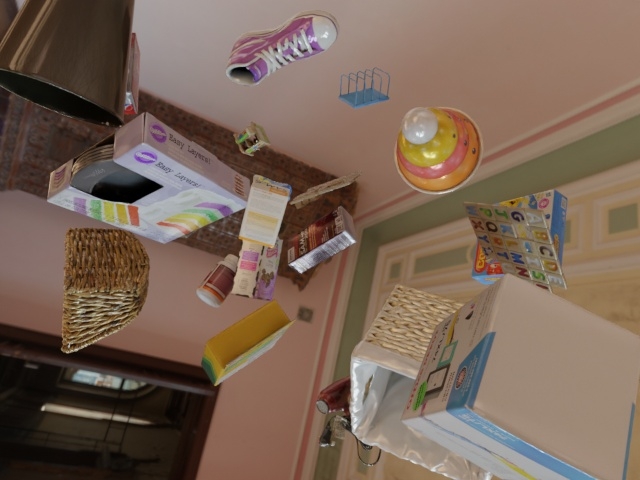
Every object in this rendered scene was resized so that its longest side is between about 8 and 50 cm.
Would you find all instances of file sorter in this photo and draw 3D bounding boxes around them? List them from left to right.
[{"bbox_3d":[0.175,-0.612,1.727,0.118,0.170,0.104,46,-32,40],"label":"file sorter"}]

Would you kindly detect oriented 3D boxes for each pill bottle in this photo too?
[{"bbox_3d":[-0.297,0.119,1.309,0.152,0.086,0.086,-57,-166,-30],"label":"pill bottle"}]

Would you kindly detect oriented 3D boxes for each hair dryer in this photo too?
[{"bbox_3d":[0.086,0.567,1.419,0.080,0.224,0.293,-48,-157,35],"label":"hair dryer"}]

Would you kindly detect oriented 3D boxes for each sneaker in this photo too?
[{"bbox_3d":[-0.189,-0.197,1.723,0.240,0.126,0.091,-127,-141,-53],"label":"sneaker"},{"bbox_3d":[-0.094,-0.435,1.023,0.282,0.102,0.161,-8,-131,24],"label":"sneaker"}]

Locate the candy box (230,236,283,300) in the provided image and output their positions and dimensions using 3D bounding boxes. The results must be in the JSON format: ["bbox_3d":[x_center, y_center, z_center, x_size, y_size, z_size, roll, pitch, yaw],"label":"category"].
[{"bbox_3d":[-0.179,0.072,1.263,0.165,0.070,0.196,42,58,-74],"label":"candy box"}]

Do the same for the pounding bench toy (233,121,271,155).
[{"bbox_3d":[-0.171,-0.239,1.022,0.065,0.083,0.052,-28,-98,18],"label":"pounding bench toy"}]

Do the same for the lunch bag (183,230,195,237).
[{"bbox_3d":[-0.487,-0.141,1.437,0.169,0.235,0.287,-40,-162,-19],"label":"lunch bag"}]

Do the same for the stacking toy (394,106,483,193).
[{"bbox_3d":[0.393,-0.358,1.566,0.350,0.351,0.480,-65,159,11],"label":"stacking toy"}]

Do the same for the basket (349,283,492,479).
[{"bbox_3d":[0.263,0.325,1.007,0.266,0.331,0.328,-52,147,-45],"label":"basket"}]

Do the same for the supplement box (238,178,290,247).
[{"bbox_3d":[-0.093,-0.044,0.715,0.036,0.062,0.098,-86,-166,-63],"label":"supplement box"}]

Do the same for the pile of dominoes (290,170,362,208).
[{"bbox_3d":[0.029,-0.170,1.485,0.251,0.040,0.196,-15,-165,29],"label":"pile of dominoes"}]

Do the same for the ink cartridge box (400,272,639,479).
[{"bbox_3d":[0.276,0.217,0.646,0.198,0.197,0.270,-60,173,-27],"label":"ink cartridge box"}]

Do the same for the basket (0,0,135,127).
[{"bbox_3d":[-0.397,-0.332,0.713,0.154,0.204,0.226,7,-98,37],"label":"basket"}]

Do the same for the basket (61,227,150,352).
[{"bbox_3d":[-0.599,0.129,1.216,0.299,0.214,0.223,52,-48,47],"label":"basket"}]

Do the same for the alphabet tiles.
[{"bbox_3d":[0.424,0.022,0.946,0.009,0.237,0.198,-38,-155,-18],"label":"alphabet tiles"}]

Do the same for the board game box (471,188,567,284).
[{"bbox_3d":[0.721,-0.004,1.588,0.302,0.086,0.308,-16,-126,57],"label":"board game box"}]

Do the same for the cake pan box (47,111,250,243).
[{"bbox_3d":[-0.301,-0.095,0.785,0.246,0.267,0.070,-22,-118,22],"label":"cake pan box"}]

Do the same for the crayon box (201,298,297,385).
[{"bbox_3d":[-0.198,0.267,1.139,0.083,0.203,0.323,54,-29,11],"label":"crayon box"}]

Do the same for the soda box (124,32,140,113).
[{"bbox_3d":[-0.577,-0.485,1.251,0.083,0.092,0.263,105,-22,-58],"label":"soda box"}]

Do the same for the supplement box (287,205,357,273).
[{"bbox_3d":[0.000,0.000,1.475,0.239,0.073,0.130,-32,-142,22],"label":"supplement box"}]
